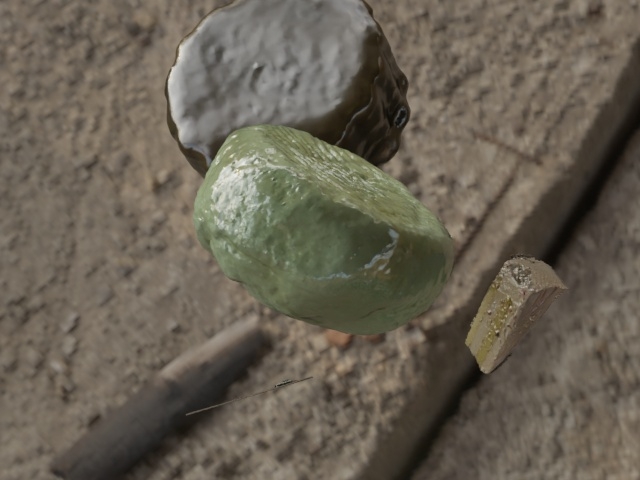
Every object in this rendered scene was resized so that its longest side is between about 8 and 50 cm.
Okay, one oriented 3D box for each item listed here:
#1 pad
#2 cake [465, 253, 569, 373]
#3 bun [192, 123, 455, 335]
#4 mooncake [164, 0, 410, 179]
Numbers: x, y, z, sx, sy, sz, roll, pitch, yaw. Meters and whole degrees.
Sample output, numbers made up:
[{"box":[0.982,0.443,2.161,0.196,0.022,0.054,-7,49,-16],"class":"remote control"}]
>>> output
[{"box":[-0.069,0.144,1.351,0.116,0.193,0.004,-17,86,-6],"class":"pad"},{"box":[0.177,0.072,1.426,0.121,0.065,0.052,-52,59,19],"class":"cake"},{"box":[0.000,0.000,1.086,0.195,0.195,0.118,34,105,30],"class":"bun"},{"box":[-0.029,-0.131,1.415,0.228,0.124,0.228,-10,57,15],"class":"mooncake"}]
